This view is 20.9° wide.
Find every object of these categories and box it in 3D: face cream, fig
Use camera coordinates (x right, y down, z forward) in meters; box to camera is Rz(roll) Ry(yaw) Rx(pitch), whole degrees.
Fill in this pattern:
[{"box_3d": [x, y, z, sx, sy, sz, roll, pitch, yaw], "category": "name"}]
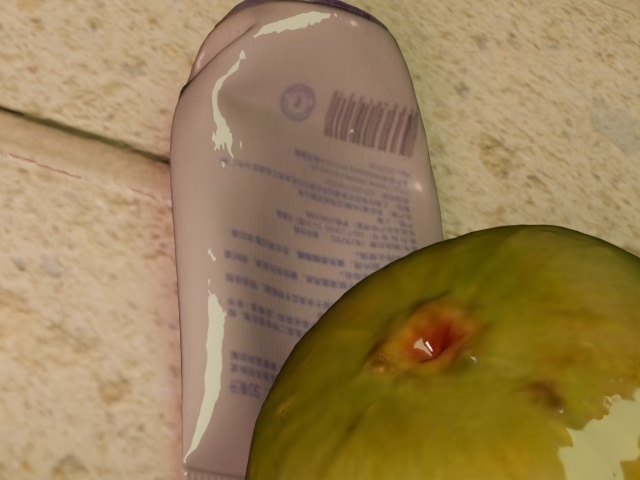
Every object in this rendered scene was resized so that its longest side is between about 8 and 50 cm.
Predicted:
[{"box_3d": [0.000, 0.000, 1.197, 0.235, 0.137, 0.420, 12, 56, -30], "category": "face cream"}, {"box_3d": [0.111, 0.162, 1.001, 0.316, 0.316, 0.316, 19, 45, -20], "category": "fig"}]
